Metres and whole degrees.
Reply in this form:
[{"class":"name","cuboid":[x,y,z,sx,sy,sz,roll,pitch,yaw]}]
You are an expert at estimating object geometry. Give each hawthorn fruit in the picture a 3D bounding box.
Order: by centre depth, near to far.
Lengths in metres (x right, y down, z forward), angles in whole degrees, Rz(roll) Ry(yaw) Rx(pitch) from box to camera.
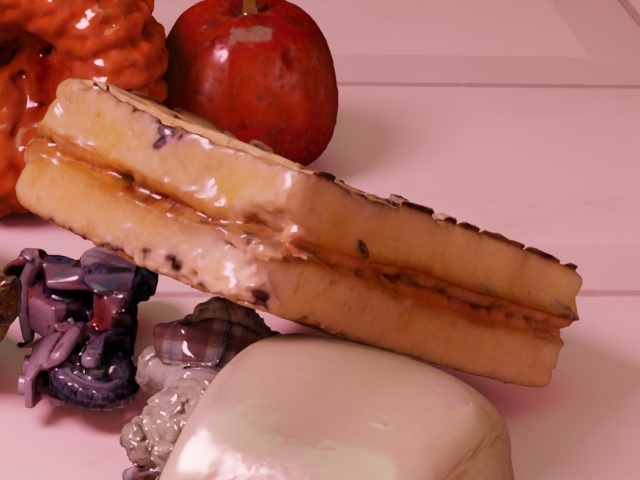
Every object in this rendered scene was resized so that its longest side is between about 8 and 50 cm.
[{"class":"hawthorn fruit","cuboid":[-0.070,-0.159,1.859,0.179,0.200,0.179,-1,29,1]}]

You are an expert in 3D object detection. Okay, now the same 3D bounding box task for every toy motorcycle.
[{"class":"toy motorcycle","cuboid":[-0.189,0.059,1.509,0.122,0.082,0.213,1,29,0]}]

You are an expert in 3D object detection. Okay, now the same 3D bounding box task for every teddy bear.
[{"class":"teddy bear","cuboid":[-0.072,0.100,1.402,0.133,0.111,0.213,10,25,12]}]

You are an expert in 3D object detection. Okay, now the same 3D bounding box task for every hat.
[{"class":"hat","cuboid":[-0.263,-0.169,1.863,0.285,0.285,0.400,7,9,6]}]

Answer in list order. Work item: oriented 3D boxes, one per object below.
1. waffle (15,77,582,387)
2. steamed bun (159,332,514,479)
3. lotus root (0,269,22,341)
[{"class":"waffle","cuboid":[0.000,-0.001,1.441,0.261,0.114,0.376,20,0,41]},{"class":"steamed bun","cuboid":[0.017,0.152,1.250,0.200,0.155,0.250,13,28,21]},{"class":"lotus root","cuboid":[-0.279,0.048,1.486,0.090,0.077,0.183,18,-9,-34]}]
